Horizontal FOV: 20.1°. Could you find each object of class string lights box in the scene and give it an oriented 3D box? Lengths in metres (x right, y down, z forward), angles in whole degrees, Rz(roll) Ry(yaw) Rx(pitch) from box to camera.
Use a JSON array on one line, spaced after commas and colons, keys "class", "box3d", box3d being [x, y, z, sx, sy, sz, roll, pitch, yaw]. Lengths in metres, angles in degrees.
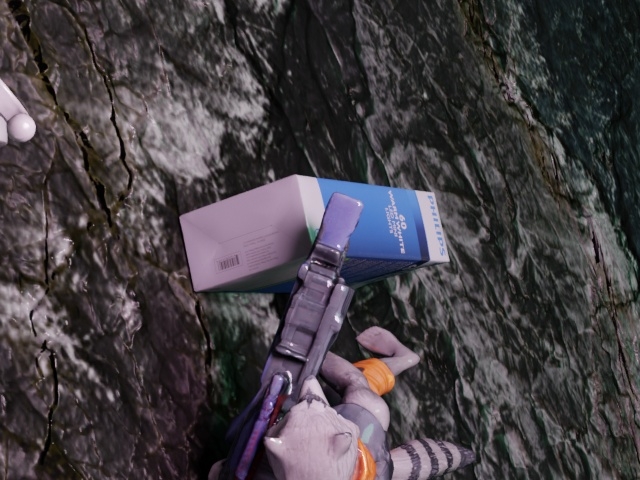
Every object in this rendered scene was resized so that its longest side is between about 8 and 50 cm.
[{"class": "string lights box", "box3d": [0.000, 0.000, 1.701, 0.260, 0.133, 0.076, 4, 71, -59]}]

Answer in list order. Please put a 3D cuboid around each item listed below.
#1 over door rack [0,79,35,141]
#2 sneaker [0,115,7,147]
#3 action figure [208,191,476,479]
[{"class": "over door rack", "box3d": [-0.334, -0.079, 1.031, 0.108, 0.239, 0.324, 51, 0, 39]}, {"class": "sneaker", "box3d": [-0.336, -0.127, 1.212, 0.321, 0.126, 0.127, 9, 73, -56]}, {"class": "action figure", "box3d": [0.033, 0.144, 1.544, 0.330, 0.178, 0.341, -1, 111, -75]}]
